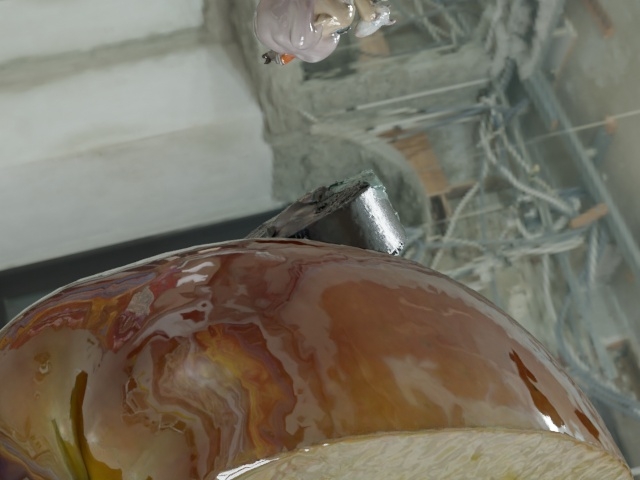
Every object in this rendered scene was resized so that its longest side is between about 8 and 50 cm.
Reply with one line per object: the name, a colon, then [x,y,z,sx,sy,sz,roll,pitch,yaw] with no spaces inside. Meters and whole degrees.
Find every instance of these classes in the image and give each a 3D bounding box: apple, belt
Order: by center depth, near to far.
apple: [-0.028,0.159,0.494,0.295,0.328,0.365,10,-21,38]
belt: [0.000,0.000,0.857,0.078,0.151,0.198,61,19,-9]

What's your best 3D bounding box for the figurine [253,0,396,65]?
figurine: [0.003,-0.270,1.106,0.112,0.229,0.137,47,36,-32]
